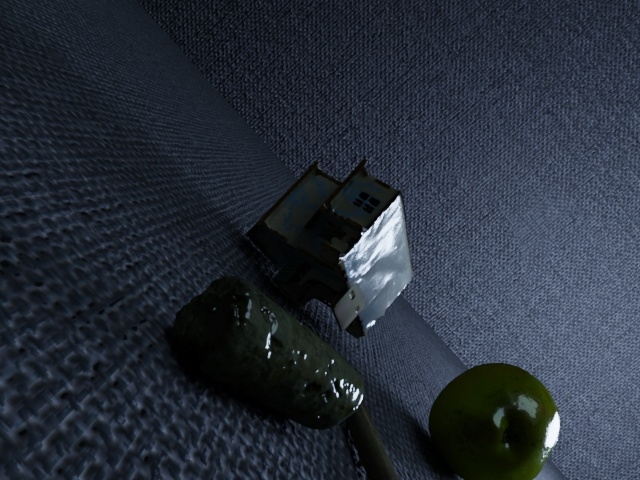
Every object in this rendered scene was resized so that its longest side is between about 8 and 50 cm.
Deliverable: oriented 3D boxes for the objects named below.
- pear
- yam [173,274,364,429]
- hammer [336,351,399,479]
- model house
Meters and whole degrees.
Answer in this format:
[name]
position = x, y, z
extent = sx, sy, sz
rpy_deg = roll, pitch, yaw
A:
[pear]
position = 0.252, 0.268, 0.889
extent = 0.187, 0.187, 0.220
rpy_deg = 51, 1, 24
[yam]
position = -0.036, 0.098, 0.500
extent = 0.179, 0.078, 0.078
rpy_deg = 44, 8, -43
[hammer]
position = 0.051, 0.212, 0.591
extent = 0.111, 0.043, 0.365
rpy_deg = 44, 6, -23
[model house]
position = 0.000, 0.000, 0.861
extent = 0.206, 0.178, 0.271
rpy_deg = 35, -16, 27
